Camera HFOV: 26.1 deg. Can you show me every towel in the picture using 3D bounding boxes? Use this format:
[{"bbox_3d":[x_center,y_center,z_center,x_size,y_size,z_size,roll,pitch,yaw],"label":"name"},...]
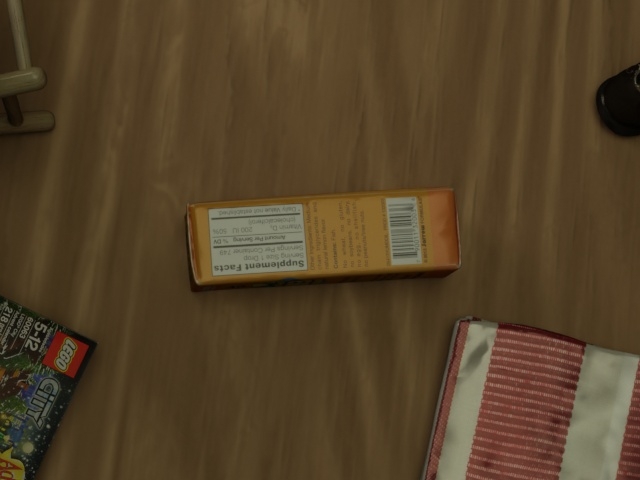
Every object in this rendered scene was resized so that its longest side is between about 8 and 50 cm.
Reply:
[{"bbox_3d":[0.253,0.214,1.214,0.329,0.037,0.237,14,80,-3],"label":"towel"}]

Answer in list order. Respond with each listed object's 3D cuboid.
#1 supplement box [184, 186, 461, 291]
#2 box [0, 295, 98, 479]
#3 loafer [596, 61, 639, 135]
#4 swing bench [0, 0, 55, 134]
[{"bbox_3d":[0.000,0.000,1.202,0.234,0.078,0.080,-2,82,-7],"label":"supplement box"},{"bbox_3d":[-0.305,0.154,1.128,0.159,0.044,0.233,28,76,-17],"label":"box"},{"bbox_3d":[0.369,-0.149,1.276,0.220,0.078,0.080,-18,82,-11],"label":"loafer"},{"bbox_3d":[-0.369,-0.211,1.152,0.255,0.165,0.253,-9,81,-9],"label":"swing bench"}]
